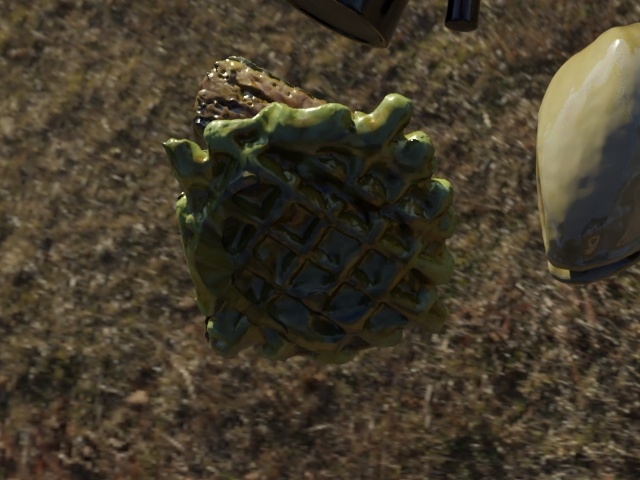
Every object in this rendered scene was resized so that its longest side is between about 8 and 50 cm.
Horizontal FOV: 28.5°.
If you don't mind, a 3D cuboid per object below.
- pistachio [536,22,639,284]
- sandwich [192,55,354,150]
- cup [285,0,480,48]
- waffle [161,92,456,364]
[{"bbox_3d":[0.253,-0.075,1.091,0.153,0.138,0.237,25,84,24],"label":"pistachio"},{"bbox_3d":[-0.023,-0.068,1.434,0.249,0.273,0.095,26,69,7],"label":"sandwich"},{"bbox_3d":[0.081,-0.328,1.500,0.239,0.166,0.177,30,86,-8],"label":"cup"},{"bbox_3d":[0.001,0.001,0.929,0.204,0.223,0.054,-10,29,-1],"label":"waffle"}]
